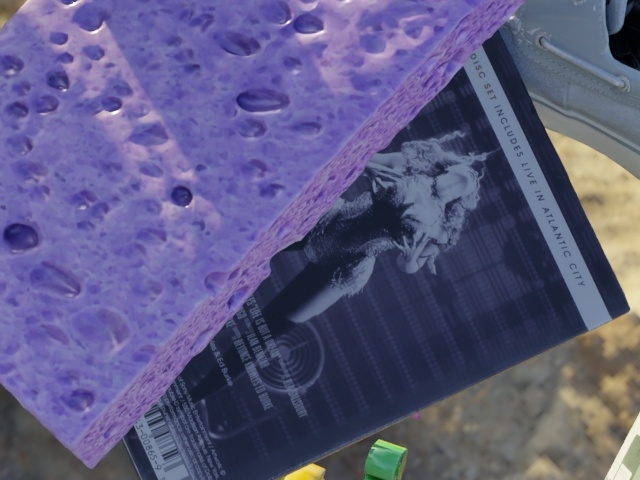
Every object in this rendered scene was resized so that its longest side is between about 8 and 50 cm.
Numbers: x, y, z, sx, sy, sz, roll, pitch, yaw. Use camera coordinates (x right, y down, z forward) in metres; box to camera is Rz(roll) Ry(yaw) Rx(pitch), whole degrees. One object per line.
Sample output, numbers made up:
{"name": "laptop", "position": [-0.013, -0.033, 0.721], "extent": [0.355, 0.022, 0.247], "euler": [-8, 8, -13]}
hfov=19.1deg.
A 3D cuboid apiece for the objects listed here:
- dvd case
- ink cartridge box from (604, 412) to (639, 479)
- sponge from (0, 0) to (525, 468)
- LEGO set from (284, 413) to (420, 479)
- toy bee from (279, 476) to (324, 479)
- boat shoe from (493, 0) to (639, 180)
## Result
{"name": "dvd case", "position": [0.000, 0.000, 0.793], "extent": [0.221, 0.018, 0.165], "euler": [-24, 86, -14]}
{"name": "ink cartridge box", "position": [0.340, 0.241, 1.552], "extent": [0.211, 0.289, 0.121], "euler": [22, 15, -7]}
{"name": "sponge", "position": [-0.040, -0.046, 0.586], "extent": [0.117, 0.210, 0.031], "euler": [40, -8, 24]}
{"name": "LEGO set", "position": [0.004, 0.147, 1.134], "extent": [0.087, 0.227, 0.093], "euler": [17, 12, 13]}
{"name": "toy bee", "position": [-0.045, 0.181, 1.894], "extent": [0.162, 0.298, 0.195], "euler": [-20, 82, -45]}
{"name": "boat shoe", "position": [0.131, -0.087, 0.834], "extent": [0.227, 0.081, 0.079], "euler": [33, 46, 20]}
